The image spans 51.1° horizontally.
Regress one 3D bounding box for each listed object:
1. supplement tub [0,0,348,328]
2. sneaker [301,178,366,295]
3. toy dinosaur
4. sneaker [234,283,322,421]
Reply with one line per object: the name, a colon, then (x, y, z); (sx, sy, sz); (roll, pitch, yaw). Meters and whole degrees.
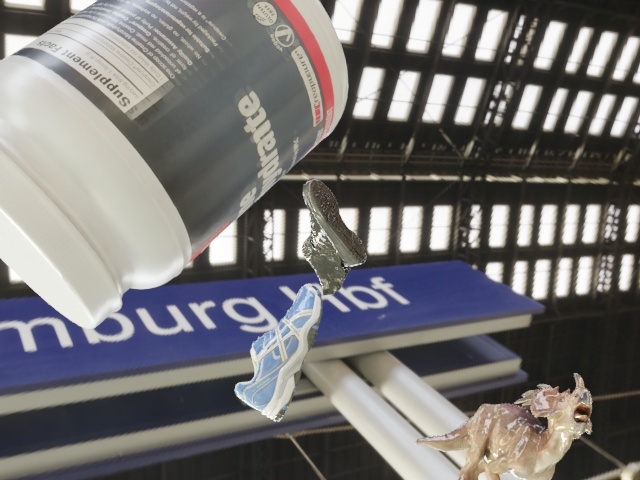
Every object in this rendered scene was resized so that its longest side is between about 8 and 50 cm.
supplement tub: (-0.127, -0.087, 0.508); (0.272, 0.191, 0.191); (-46, -52, -26)
sneaker: (0.001, -0.002, 0.943); (0.170, 0.089, 0.051); (55, -142, -21)
toy dinosaur: (0.288, 0.289, 0.999); (0.127, 0.296, 0.200); (21, -104, -36)
sneaker: (-0.055, 0.151, 0.982); (0.081, 0.080, 0.211); (22, -119, 0)
